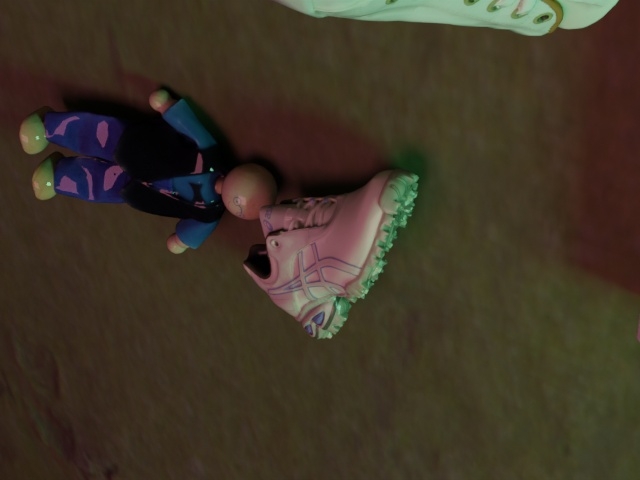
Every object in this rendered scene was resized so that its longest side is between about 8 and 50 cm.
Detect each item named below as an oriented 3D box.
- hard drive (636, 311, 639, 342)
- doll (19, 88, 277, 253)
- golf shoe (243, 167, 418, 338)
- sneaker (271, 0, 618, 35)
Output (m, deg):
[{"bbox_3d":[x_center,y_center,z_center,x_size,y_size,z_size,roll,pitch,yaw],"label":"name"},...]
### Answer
[{"bbox_3d":[0.265,-0.025,0.735,0.203,0.040,0.307,21,141,24],"label":"hard drive"},{"bbox_3d":[-0.112,-0.044,1.042,0.189,0.046,0.129,9,125,26],"label":"doll"},{"bbox_3d":[0.000,0.000,0.964,0.086,0.069,0.176,32,144,-2],"label":"golf shoe"},{"bbox_3d":[0.065,-0.137,0.623,0.123,0.290,0.106,19,108,15],"label":"sneaker"}]
